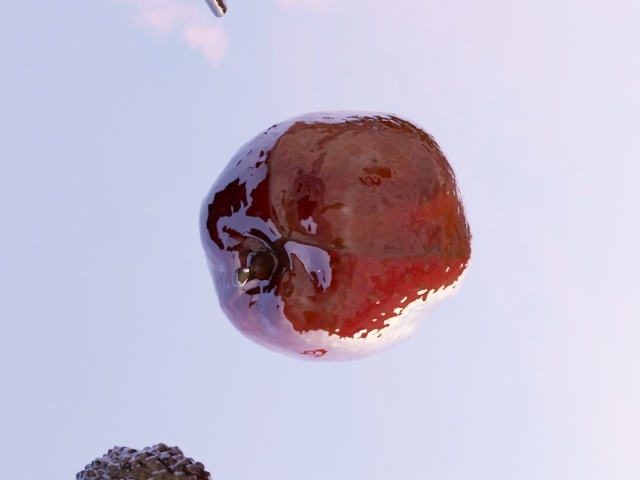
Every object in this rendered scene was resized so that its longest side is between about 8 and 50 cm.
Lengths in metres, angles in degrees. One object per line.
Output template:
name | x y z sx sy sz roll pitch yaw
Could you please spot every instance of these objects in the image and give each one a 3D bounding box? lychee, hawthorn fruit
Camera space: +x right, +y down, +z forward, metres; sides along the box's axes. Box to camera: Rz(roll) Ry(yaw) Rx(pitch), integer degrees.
lychee | -0.066 0.115 0.364 0.083 0.067 0.068 2 -103 -52
hawthorn fruit | 0.000 0.000 0.541 0.194 0.157 0.157 -20 -94 -57

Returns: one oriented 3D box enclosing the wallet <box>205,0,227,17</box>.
wallet | -0.232 -0.516 1.483 0.321 0.044 0.170 57 -171 -67
